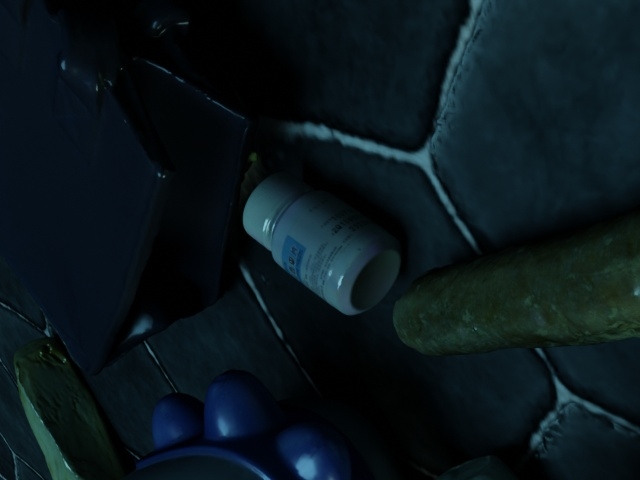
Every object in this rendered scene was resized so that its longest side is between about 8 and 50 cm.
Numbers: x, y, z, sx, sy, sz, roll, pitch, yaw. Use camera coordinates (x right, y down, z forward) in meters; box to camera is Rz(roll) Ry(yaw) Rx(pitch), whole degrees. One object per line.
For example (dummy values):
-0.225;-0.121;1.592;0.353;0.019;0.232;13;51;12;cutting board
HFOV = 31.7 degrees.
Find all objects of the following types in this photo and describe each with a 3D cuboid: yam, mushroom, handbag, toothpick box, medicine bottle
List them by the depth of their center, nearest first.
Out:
0.119;0.018;0.478;0.061;0.061;0.274;59;151;-5;yam
0.000;0.000;0.641;0.089;0.052;0.052;36;145;32;medicine bottle
-0.010;0.253;0.720;0.354;0.263;0.263;62;151;2;toothpick box
-0.172;-0.098;0.729;0.303;0.122;0.329;50;151;13;handbag
-0.256;0.264;1.252;0.107;0.087;0.333;20;133;47;mushroom

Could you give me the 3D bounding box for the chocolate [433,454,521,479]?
0.149;0.258;0.637;0.291;0.110;0.110;60;151;-1;chocolate
